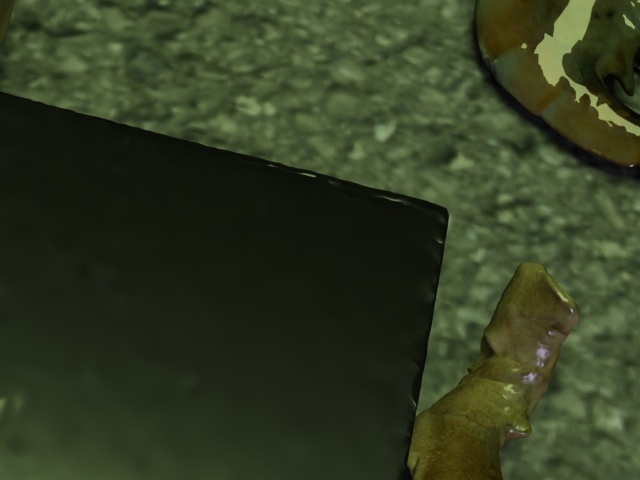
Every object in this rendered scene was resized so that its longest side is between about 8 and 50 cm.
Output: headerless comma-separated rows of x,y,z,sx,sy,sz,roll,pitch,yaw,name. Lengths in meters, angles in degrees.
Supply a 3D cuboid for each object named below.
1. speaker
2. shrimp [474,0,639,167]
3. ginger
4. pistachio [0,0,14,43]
-0.088,0.103,0.681,0.232,0.184,0.254,14,58,-4,speaker
0.208,-0.094,0.953,0.254,0.059,0.145,27,58,6,shrimp
0.067,0.138,0.761,0.089,0.075,0.288,21,58,3,ginger
-0.243,-0.099,0.786,0.187,0.187,0.299,23,61,2,pistachio
